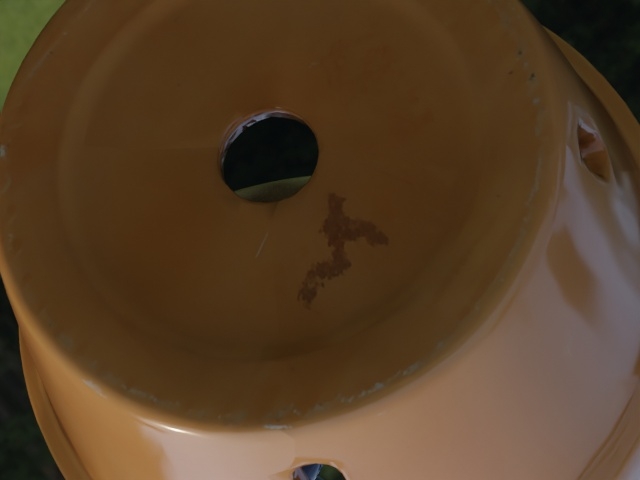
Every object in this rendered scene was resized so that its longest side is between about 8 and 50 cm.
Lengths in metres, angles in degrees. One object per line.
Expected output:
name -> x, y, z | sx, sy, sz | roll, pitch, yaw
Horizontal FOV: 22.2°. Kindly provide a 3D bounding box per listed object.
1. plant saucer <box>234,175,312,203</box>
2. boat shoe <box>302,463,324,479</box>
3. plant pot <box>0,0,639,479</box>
plant saucer -> -0.062, 0.004, 1.542 | 0.311, 0.050, 0.310 | -15, 166, -4
boat shoe -> -0.065, 0.124, 0.916 | 0.089, 0.109, 0.258 | -17, 175, -34
plant pot -> 0.000, 0.000, 0.640 | 0.291, 0.291, 0.203 | -38, 158, -4
